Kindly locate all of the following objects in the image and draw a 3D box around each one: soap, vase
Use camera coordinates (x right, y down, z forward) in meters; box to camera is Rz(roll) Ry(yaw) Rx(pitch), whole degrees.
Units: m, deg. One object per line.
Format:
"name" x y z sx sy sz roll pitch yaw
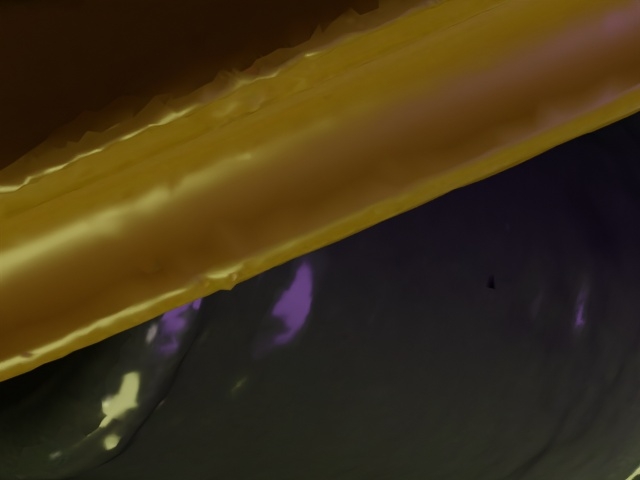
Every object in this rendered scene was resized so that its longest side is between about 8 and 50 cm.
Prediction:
"soap" -0.010 -0.106 0.486 0.324 0.204 0.096 -24 151 4
"vase" 0.000 0.000 0.671 0.291 0.245 0.245 12 108 -47
